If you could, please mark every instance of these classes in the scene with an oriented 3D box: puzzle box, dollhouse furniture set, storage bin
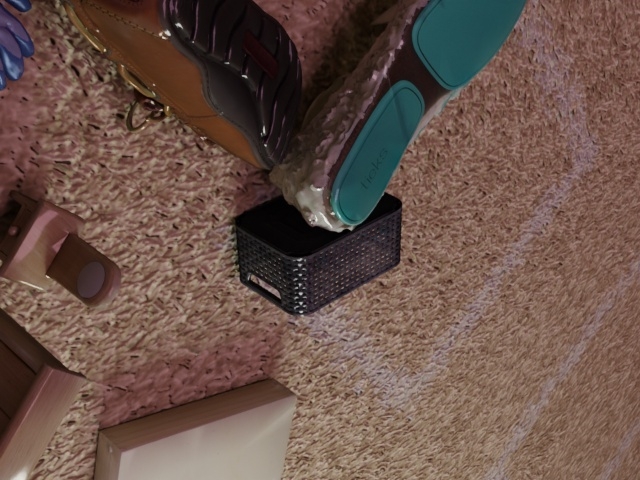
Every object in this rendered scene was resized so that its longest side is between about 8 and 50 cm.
[{"bbox_3d":[-0.178,0.392,1.241,0.272,0.052,0.408,-10,120,-44],"label":"puzzle box"},{"bbox_3d":[-0.370,0.064,0.740,0.355,0.174,0.303,32,87,-51],"label":"dollhouse furniture set"},{"bbox_3d":[0.000,0.000,1.140,0.180,0.122,0.084,-28,131,-34],"label":"storage bin"}]

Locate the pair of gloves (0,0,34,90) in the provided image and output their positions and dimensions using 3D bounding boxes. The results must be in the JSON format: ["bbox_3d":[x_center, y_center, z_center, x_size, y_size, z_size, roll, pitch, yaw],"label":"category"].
[{"bbox_3d":[-0.301,-0.149,0.755,0.198,0.023,0.159,-65,151,-28],"label":"pair of gloves"}]

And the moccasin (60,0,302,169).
[{"bbox_3d":[-0.120,-0.164,0.903,0.380,0.147,0.139,27,76,-69],"label":"moccasin"}]

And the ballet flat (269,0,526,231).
[{"bbox_3d":[0.080,-0.194,1.105,0.409,0.147,0.147,-52,140,-15],"label":"ballet flat"}]
